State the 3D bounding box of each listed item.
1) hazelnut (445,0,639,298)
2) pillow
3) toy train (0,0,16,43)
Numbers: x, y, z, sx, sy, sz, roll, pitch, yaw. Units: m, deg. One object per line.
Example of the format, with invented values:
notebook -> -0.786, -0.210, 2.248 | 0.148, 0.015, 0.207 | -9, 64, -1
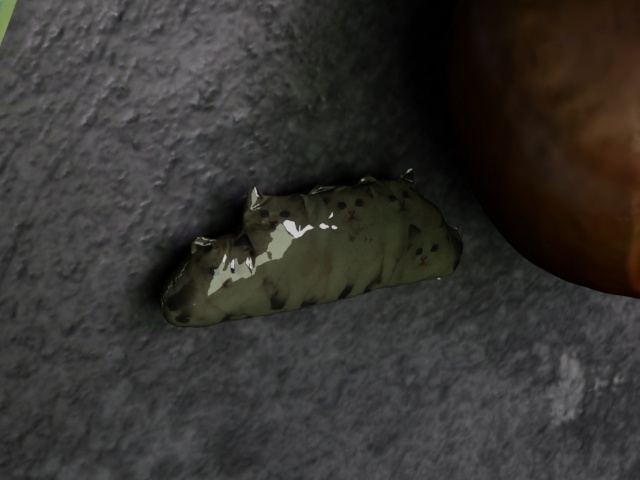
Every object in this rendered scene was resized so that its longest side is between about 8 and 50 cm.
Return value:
hazelnut -> 0.253, -0.112, 1.169 | 0.372, 0.315, 0.372 | -23, 150, -14
pillow -> 0.001, -0.001, 1.189 | 0.241, 0.051, 0.093 | -9, 119, -30
toy train -> -0.218, -0.153, 0.982 | 0.122, 0.050, 0.081 | 9, 114, -36
